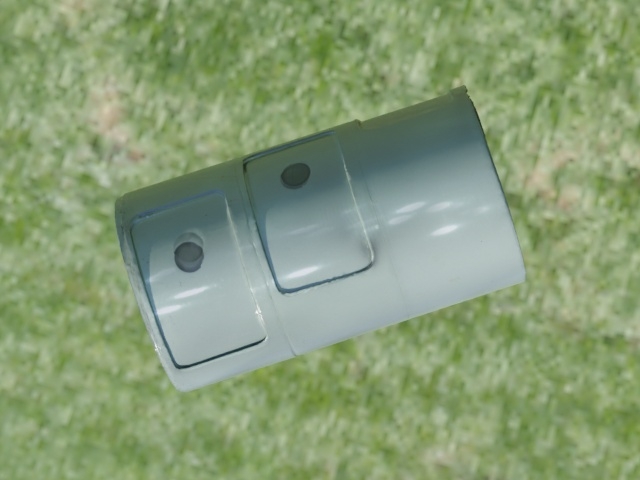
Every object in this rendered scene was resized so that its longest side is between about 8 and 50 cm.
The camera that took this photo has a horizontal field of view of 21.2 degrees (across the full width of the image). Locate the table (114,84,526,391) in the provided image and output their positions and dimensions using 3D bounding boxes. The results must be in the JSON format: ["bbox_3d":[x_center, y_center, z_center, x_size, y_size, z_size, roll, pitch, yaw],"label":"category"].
[{"bbox_3d":[0.000,0.000,1.024,0.220,0.126,0.126,-17,157,2],"label":"table"}]
